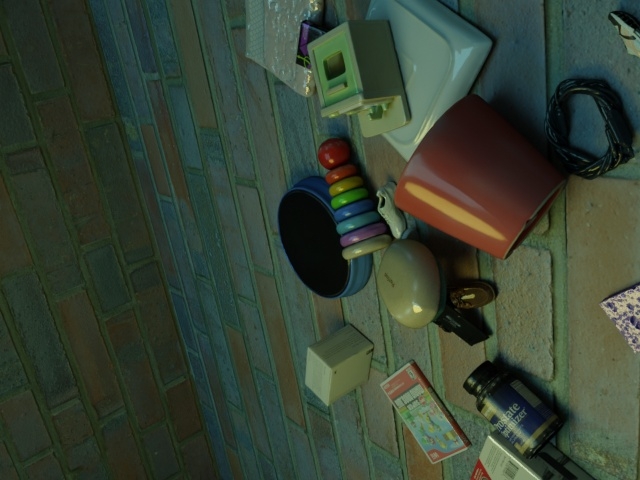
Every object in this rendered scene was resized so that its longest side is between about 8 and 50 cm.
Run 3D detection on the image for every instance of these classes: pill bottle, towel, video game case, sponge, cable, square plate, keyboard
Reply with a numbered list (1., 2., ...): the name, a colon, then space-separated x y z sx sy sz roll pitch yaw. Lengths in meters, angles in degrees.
1. pill bottle: 0.450 0.394 1.443 0.219 0.122 0.123 44 141 30
2. towel: -0.108 -0.605 1.673 0.317 0.053 0.332 40 140 34
3. video game case: 0.305 0.514 1.813 0.285 0.025 0.204 55 145 16
4. sponge: 0.626 0.121 1.106 0.117 0.031 0.210 58 147 12
5. cable: 0.479 -0.205 1.107 0.185 0.047 0.150 62 152 1
6. square plate: 0.180 -0.377 1.371 0.344 0.049 0.347 49 137 28
7. keyboard: 0.326 0.199 1.522 0.180 0.023 0.108 38 149 -3

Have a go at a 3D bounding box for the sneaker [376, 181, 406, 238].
1. sneaker: 0.180 -0.073 1.591 0.053 0.061 0.152 4 115 52

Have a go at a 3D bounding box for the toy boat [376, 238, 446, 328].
1. toy boat: 0.252 0.050 1.419 0.267 0.148 0.318 -114 38 -61

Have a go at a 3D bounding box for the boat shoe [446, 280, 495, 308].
1. boat shoe: 0.348 0.142 1.485 0.178 0.060 0.064 -16 97 57

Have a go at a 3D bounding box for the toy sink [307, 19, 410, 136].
1. toy sink: 0.081 -0.350 1.359 0.152 0.131 0.234 -7 98 53

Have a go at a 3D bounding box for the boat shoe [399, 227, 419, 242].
1. boat shoe: 0.207 0.035 1.615 0.083 0.065 0.183 36 136 39

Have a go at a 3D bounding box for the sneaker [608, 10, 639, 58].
1. sneaker: 0.504 -0.329 0.988 0.109 0.040 0.044 54 147 18

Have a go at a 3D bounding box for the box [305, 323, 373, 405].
1. box: 0.058 0.396 1.944 0.119 0.181 0.182 38 138 37

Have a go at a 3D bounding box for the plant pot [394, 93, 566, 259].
1. plant pot: 0.323 -0.108 1.203 0.243 0.275 0.275 40 140 18

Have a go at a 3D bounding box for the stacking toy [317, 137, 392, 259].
1. stacking toy: 0.080 -0.122 1.659 0.141 0.141 0.330 -25 82 57

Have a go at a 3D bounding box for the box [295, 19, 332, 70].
1. box: 0.015 -0.478 1.553 0.162 0.029 0.116 27 134 17

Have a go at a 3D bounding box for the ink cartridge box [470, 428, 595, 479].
1. ink cartridge box: 0.522 0.595 1.474 0.273 0.114 0.197 39 138 36

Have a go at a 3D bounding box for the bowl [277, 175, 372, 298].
1. bowl: 0.000 0.000 1.876 0.391 0.077 0.391 32 134 41
